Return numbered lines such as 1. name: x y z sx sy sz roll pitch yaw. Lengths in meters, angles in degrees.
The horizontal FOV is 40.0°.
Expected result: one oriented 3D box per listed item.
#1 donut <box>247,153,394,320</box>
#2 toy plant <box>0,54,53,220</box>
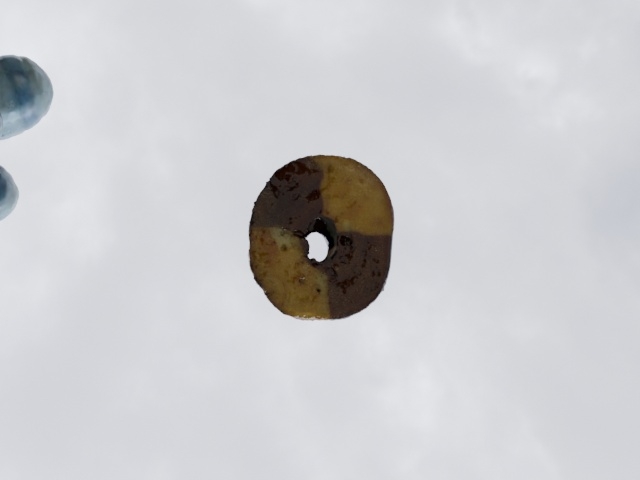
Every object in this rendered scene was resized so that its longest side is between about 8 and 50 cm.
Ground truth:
1. donut: 0.000 0.000 0.983 0.166 0.073 0.184 -7 -98 -5
2. toy plant: -0.449 -0.118 0.945 0.332 0.247 0.247 -21 -108 -24
